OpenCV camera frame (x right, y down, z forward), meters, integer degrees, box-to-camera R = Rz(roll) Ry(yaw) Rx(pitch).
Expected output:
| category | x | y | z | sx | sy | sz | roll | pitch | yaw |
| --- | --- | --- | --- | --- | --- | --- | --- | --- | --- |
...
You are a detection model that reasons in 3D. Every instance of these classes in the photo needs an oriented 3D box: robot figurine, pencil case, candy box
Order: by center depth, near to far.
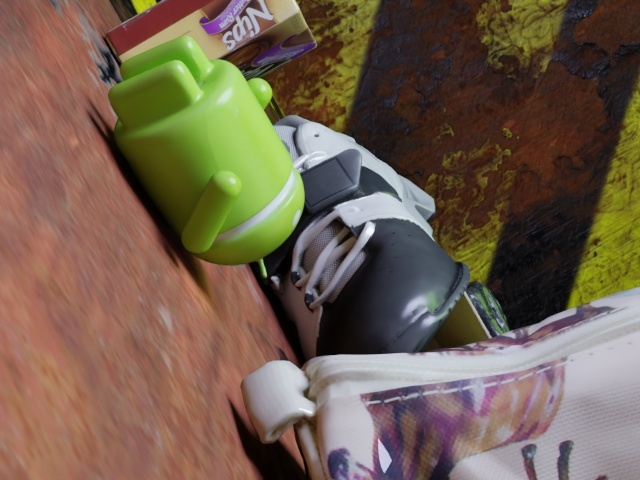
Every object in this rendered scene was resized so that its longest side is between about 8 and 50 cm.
| category | x | y | z | sx | sy | sz | roll | pitch | yaw |
| --- | --- | --- | --- | --- | --- | --- | --- | --- | --- |
| pencil case | 0.185 | 0.072 | 0.612 | 0.160 | 0.410 | 0.184 | -88 | 161 | -72 |
| robot figurine | -0.051 | -0.037 | 0.707 | 0.115 | 0.067 | 0.101 | 59 | 21 | -27 |
| candy box | -0.065 | -0.128 | 0.969 | 0.053 | 0.109 | 0.186 | 60 | 2 | 2 |

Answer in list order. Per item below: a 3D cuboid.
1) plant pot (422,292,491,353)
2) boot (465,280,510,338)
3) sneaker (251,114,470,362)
| category | x | y | z | sx | sy | sz | roll | pitch | yaw |
| --- | --- | --- | --- | --- | --- | --- | --- | --- | --- |
| plant pot | 0.064 | 0.090 | 1.130 | 0.109 | 0.109 | 0.096 | 59 | -10 | -7 |
| boot | 0.202 | 0.141 | 1.290 | 0.131 | 0.348 | 0.260 | -17 | 78 | -47 |
| sneaker | 0.000 | 0.000 | 0.971 | 0.146 | 0.122 | 0.330 | 41 | 9 | -13 |
